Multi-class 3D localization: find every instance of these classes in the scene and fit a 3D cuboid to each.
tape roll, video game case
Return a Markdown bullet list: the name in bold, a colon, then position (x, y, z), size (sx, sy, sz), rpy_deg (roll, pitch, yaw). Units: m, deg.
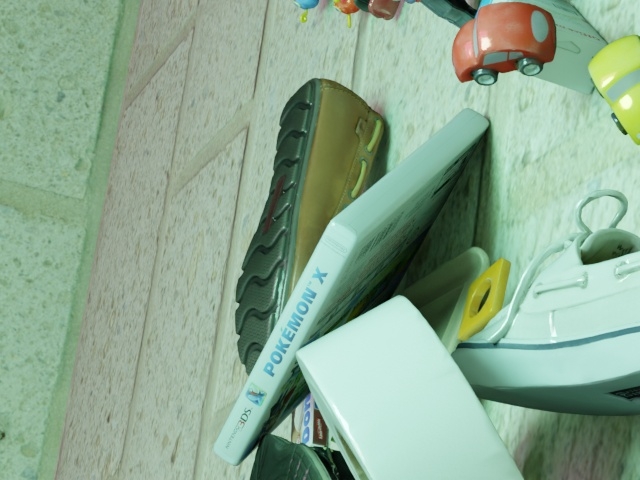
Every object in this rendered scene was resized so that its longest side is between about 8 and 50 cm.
- **tape roll**: position (0.088, 0.189, 1.418), size (0.286, 0.100, 0.286), rpy_deg (60, 175, 9)
- **video game case**: position (0.034, 0.040, 1.773), size (0.329, 0.036, 0.300), rpy_deg (-41, -18, -55)

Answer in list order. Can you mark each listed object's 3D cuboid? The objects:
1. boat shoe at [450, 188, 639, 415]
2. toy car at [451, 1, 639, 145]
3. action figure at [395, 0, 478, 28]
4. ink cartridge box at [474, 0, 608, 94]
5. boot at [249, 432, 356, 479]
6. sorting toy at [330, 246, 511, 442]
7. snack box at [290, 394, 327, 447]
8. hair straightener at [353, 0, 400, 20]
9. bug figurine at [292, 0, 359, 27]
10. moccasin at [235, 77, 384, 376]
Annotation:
- **boat shoe**: position (0.219, 0.043, 1.360), size (0.367, 0.136, 0.156), rpy_deg (158, 125, -64)
- **toy car**: position (0.237, -0.211, 1.517), size (0.239, 0.053, 0.225), rpy_deg (25, 83, 38)
- **action figure**: position (0.079, -0.390, 1.844), size (0.178, 0.341, 0.330), rpy_deg (-34, 41, 37)
- **ink cartridge box**: position (0.203, -0.189, 1.651), size (0.122, 0.088, 0.052), rpy_deg (-114, 43, -62)
- **boot**: position (0.042, 0.241, 1.638), size (0.236, 0.178, 0.085), rpy_deg (-157, 84, -74)
- **sorting toy**: position (0.105, 0.119, 1.731), size (0.348, 0.047, 0.196), rpy_deg (-37, 30, 63)
- **snack box**: position (-0.012, 0.175, 2.091), size (0.064, 0.022, 0.178), rpy_deg (129, 150, -48)
- **hair straightener**: position (0.092, -0.384, 2.163), size (0.089, 0.047, 0.230), rpy_deg (32, 107, 57)
- **bug figurine**: position (0.031, -0.385, 2.322), size (0.279, 0.072, 0.216), rpy_deg (-154, 80, -71)
- **moccasin**: position (-0.002, 0.001, 2.029), size (0.139, 0.147, 0.380), rpy_deg (-40, 32, 49)
